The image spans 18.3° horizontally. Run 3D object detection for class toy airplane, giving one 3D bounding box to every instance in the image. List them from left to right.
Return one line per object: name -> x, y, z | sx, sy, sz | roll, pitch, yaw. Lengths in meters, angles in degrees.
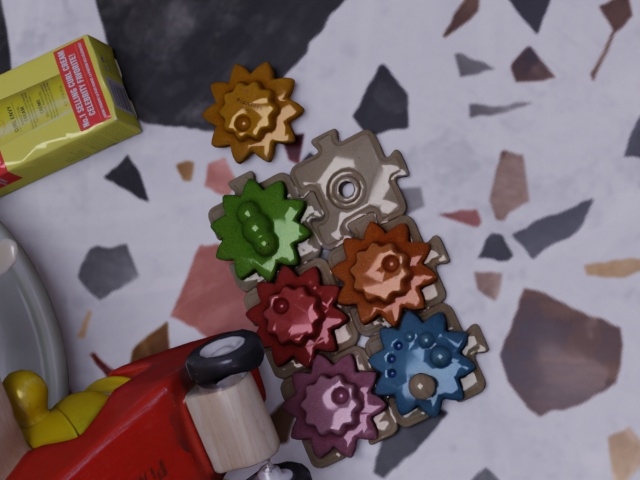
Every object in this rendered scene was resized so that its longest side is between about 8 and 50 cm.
toy airplane -> -0.224, 0.205, 1.473 | 0.272, 0.384, 0.386 | -1, 70, 45

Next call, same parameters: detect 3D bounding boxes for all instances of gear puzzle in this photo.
gear puzzle -> 0.000, 0.000, 1.604 | 0.175, 0.044, 0.339 | -26, 76, 12

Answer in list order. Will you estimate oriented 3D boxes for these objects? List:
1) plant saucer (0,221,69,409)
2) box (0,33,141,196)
plant saucer -> -0.410, 0.127, 1.648 | 0.400, 0.100, 0.400 | 1, 93, 15
box -> -0.275, -0.087, 1.690 | 0.232, 0.058, 0.087 | -22, 77, 13
